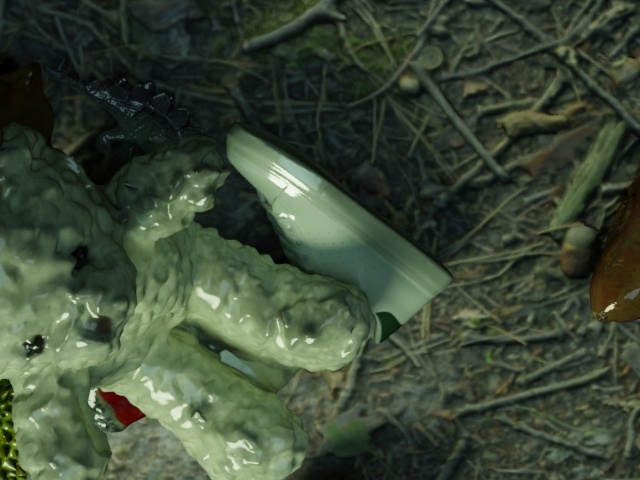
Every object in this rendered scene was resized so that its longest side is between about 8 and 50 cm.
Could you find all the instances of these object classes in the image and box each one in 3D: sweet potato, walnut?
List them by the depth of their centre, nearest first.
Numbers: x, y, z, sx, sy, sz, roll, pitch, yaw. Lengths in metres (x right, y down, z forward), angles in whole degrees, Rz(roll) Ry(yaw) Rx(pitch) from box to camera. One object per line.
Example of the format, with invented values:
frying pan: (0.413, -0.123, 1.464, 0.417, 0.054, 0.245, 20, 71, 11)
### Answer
walnut: (-0.315, -0.060, 1.366, 0.137, 0.137, 0.245, 39, 100, -19)
sweet potato: (0.378, -0.072, 1.510, 0.109, 0.109, 0.385, 41, 82, -19)

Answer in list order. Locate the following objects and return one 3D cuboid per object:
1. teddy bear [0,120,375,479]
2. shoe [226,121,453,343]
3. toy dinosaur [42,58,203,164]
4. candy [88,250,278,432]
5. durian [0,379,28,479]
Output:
teddy bear: (-0.158, 0.065, 1.267, 0.375, 0.362, 0.327, 30, 90, 1)
shoe: (0.000, 0.000, 1.461, 0.265, 0.095, 0.110, 34, 99, -21)
toy dinosaur: (-0.169, -0.107, 1.420, 0.209, 0.039, 0.082, 36, 94, -30)
candy: (-0.154, 0.111, 1.483, 0.292, 0.059, 0.086, -31, 113, 0)
durian: (-0.322, 0.148, 1.404, 0.159, 0.146, 0.198, -6, 111, 6)
